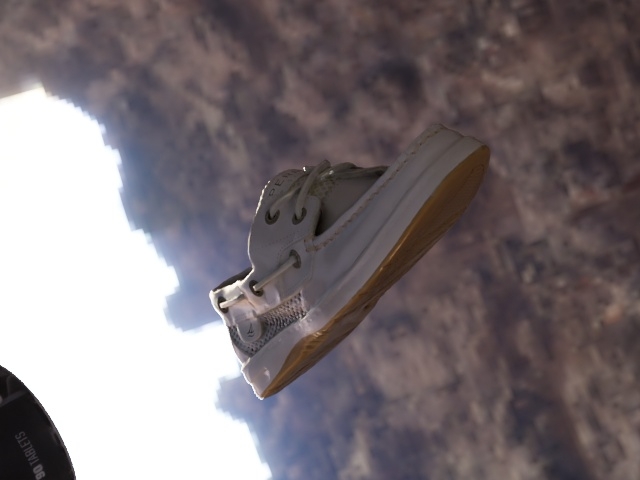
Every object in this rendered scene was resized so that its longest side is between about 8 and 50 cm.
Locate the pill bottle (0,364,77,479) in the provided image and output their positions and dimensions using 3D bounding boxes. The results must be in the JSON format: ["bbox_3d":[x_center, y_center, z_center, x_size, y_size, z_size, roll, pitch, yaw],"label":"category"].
[{"bbox_3d":[-0.277,0.179,1.154,0.130,0.246,0.130,33,-42,35],"label":"pill bottle"}]

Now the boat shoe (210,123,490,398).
[{"bbox_3d":[0.000,0.000,1.128,0.096,0.098,0.277,51,-39,7],"label":"boat shoe"}]
